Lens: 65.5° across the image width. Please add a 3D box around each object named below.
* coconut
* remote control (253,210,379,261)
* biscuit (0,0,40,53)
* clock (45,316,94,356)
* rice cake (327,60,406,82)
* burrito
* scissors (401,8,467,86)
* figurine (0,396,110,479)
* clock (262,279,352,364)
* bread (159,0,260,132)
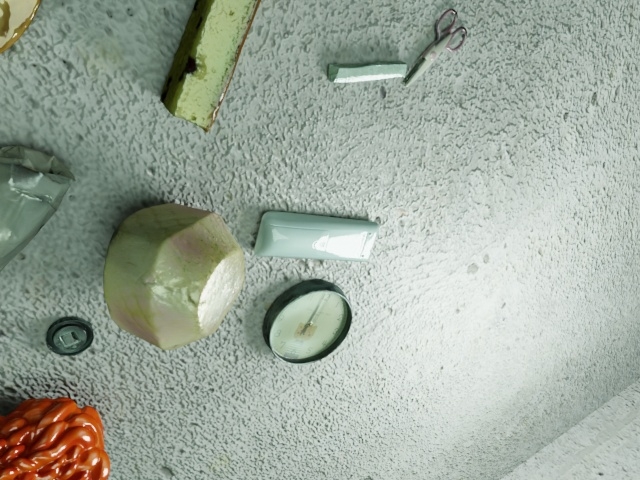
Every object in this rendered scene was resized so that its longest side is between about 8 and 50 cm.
[{"bbox_3d":[-0.266,0.057,0.874,0.259,0.259,0.259,-13,122,-21],"label":"coconut"},{"bbox_3d":[0.000,0.000,1.091,0.293,0.051,0.103,3,115,-30],"label":"remote control"},{"bbox_3d":[-0.542,-0.327,0.623,0.309,0.040,0.204,22,104,-35],"label":"biscuit"},{"bbox_3d":[-0.483,0.185,0.960,0.085,0.017,0.085,-13,122,-21],"label":"clock"},{"bbox_3d":[0.092,-0.329,0.967,0.171,0.029,0.033,-11,128,-21],"label":"rice cake"},{"bbox_3d":[-0.572,0.028,0.771,0.445,0.101,0.139,-47,124,5],"label":"burrito"},{"bbox_3d":[0.228,-0.381,1.012,0.176,0.022,0.085,-49,129,1],"label":"scissors"},{"bbox_3d":[-0.609,0.458,0.909,0.412,0.241,0.306,-31,154,0],"label":"figurine"},{"bbox_3d":[-0.026,0.201,1.193,0.226,0.049,0.226,-13,123,-21],"label":"clock"},{"bbox_3d":[-0.146,-0.356,0.756,0.077,0.138,0.361,16,108,-31],"label":"bread"}]
